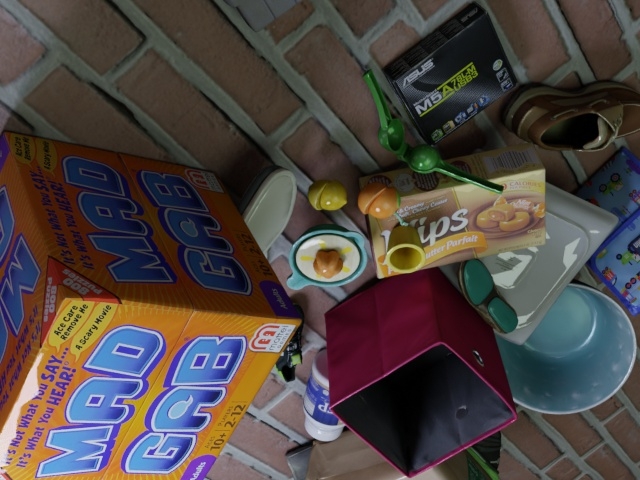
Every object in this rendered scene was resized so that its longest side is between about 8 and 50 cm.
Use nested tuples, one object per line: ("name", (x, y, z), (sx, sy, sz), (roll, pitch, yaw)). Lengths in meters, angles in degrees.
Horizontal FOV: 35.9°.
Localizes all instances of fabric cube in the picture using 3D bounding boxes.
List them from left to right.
("fabric cube", (0.182, 0.234, 1.860), (0.259, 0.258, 0.254), (-34, 120, 20))

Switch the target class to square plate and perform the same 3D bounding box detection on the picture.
("square plate", (0.353, 0.032, 1.924), (0.347, 0.049, 0.344), (23, 117, -19))

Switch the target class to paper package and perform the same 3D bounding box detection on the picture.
("paper package", (0.181, 0.538, 2.121), (0.309, 0.168, 0.325), (-22, 127, 24))

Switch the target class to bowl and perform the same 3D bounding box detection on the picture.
("bowl", (0.511, 0.200, 2.132), (0.311, 0.163, 0.312), (3, 112, 8))

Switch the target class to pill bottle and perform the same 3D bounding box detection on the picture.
("pill bottle", (0.023, 0.322, 2.039), (0.112, 0.112, 0.187), (-9, 133, -25))

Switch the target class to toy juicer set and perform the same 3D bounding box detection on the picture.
("toy juicer set", (0.000, 0.000, 1.673), (0.329, 0.089, 0.209), (-13, 131, 13))

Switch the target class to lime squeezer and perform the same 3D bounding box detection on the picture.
("lime squeezer", (0.168, -0.167, 1.660), (0.310, 0.059, 0.110), (39, 134, -15))

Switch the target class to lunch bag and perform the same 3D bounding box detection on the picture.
("lunch bag", (0.636, -0.003, 1.973), (0.221, 0.293, 0.138), (-45, 137, 13))

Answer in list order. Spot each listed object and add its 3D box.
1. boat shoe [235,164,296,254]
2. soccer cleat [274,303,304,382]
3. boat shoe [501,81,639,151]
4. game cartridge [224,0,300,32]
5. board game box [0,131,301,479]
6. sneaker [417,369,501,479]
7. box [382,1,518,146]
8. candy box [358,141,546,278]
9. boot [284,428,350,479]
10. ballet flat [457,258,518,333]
("boat shoe", (-0.140, -0.008, 1.623), (0.116, 0.099, 0.319), (-15, 142, -44))
("soccer cleat", (-0.055, 0.197, 1.900), (0.060, 0.072, 0.179), (-11, 134, -23))
("boat shoe", (0.485, -0.211, 1.813), (0.324, 0.120, 0.123), (-6, 132, -27))
("game cartridge", (-0.087, -0.458, 1.275), (0.230, 0.068, 0.355), (-32, 139, 4))
("board game box", (-0.313, 0.112, 1.446), (0.356, 0.356, 0.356), (9, 123, -37))
("sneaker", (0.275, 0.372, 2.225), (0.483, 0.185, 0.202), (57, 45, -38))
("box", (0.220, -0.272, 1.649), (0.190, 0.045, 0.184), (-36, 141, 2))
("candy box", (0.238, -0.052, 1.766), (0.316, 0.088, 0.183), (-11, 132, 1))
("boot", (0.036, 0.502, 2.245), (0.208, 0.076, 0.190), (-32, 125, -12))
("ballet flat", (0.305, 0.103, 1.893), (0.073, 0.067, 0.206), (-44, 120, -13))
